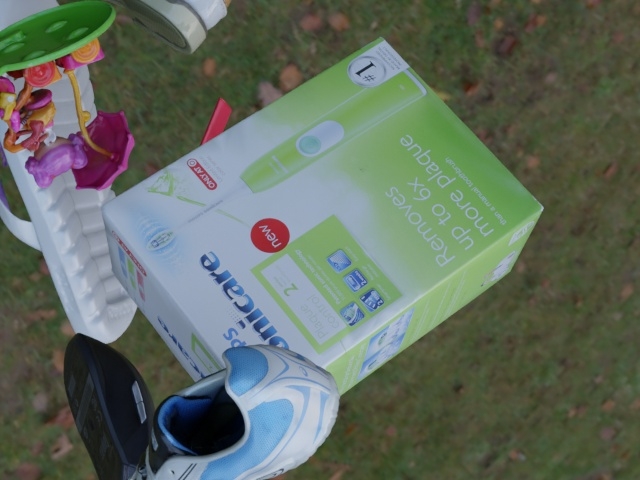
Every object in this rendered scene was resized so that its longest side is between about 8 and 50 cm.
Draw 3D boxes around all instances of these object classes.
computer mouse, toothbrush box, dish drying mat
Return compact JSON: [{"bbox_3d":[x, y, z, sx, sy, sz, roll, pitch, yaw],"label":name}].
[{"bbox_3d":[-0.175,0.220,1.084,0.060,0.262,0.184,-9,138,-29],"label":"computer mouse"},{"bbox_3d":[0.000,0.000,0.949,0.283,0.206,0.122,-33,161,-19],"label":"toothbrush box"},{"bbox_3d":[-0.130,-0.128,1.412,0.083,0.008,0.032,-69,156,-15],"label":"dish drying mat"}]

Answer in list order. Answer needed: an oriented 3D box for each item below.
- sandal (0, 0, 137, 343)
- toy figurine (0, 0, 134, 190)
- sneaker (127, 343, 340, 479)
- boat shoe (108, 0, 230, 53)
[{"bbox_3d":[-0.305,-0.071,1.271,0.169,0.102,0.416,-54,136,-63],"label":"sandal"},{"bbox_3d":[-0.241,-0.111,1.079,0.173,0.130,0.159,-34,124,-26],"label":"toy figurine"},{"bbox_3d":[-0.084,0.138,0.728,0.086,0.085,0.237,27,127,-24],"label":"sneaker"},{"bbox_3d":[-0.208,-0.306,1.180,0.103,0.302,0.113,-50,166,-11],"label":"boat shoe"}]
